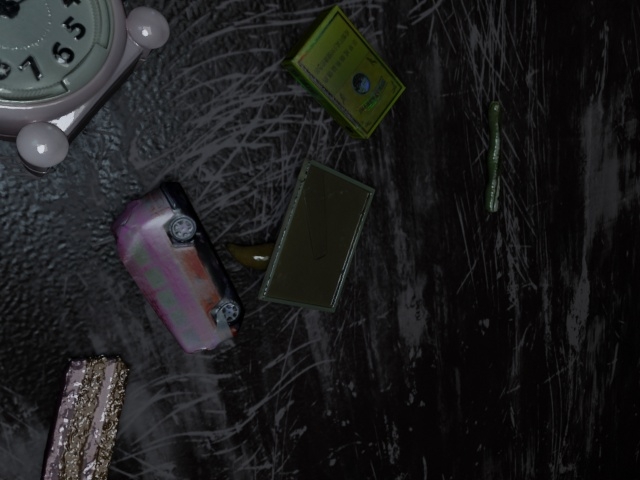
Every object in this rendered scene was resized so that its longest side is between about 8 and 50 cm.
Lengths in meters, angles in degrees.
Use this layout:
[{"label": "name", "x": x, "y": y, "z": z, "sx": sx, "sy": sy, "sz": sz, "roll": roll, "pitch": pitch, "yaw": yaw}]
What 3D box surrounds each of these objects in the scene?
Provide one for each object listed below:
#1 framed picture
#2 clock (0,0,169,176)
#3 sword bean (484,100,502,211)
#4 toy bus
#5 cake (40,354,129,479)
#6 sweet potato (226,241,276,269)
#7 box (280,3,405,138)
[{"label": "framed picture", "x": 0.000, "y": 0.000, "z": 0.998, "sx": 0.211, "sy": 0.020, "sz": 0.290, "roll": 17, "pitch": 92, "yaw": -45}, {"label": "clock", "x": -0.423, "y": -0.295, "z": 0.646, "sx": 0.326, "sy": 0.184, "sz": 0.342, "roll": 41, "pitch": 65, "yaw": -29}, {"label": "sword bean", "x": 0.425, "y": -0.204, "z": 1.187, "sx": 0.043, "sy": 0.038, "sz": 0.269, "roll": -24, "pitch": 116, "yaw": -46}, {"label": "toy bus", "x": -0.249, "y": 0.054, "z": 0.869, "sx": 0.147, "sy": 0.127, "sz": 0.303, "roll": -30, "pitch": 115, "yaw": -13}, {"label": "cake", "x": -0.430, "y": 0.355, "z": 0.881, "sx": 0.115, "sy": 0.112, "sz": 0.295, "roll": 12, "pitch": 93, "yaw": -30}, {"label": "sweet potato", "x": -0.071, "y": 0.046, "z": 0.998, "sx": 0.249, "sy": 0.059, "sz": 0.069, "roll": 21, "pitch": 114, "yaw": -33}, {"label": "box", "x": 0.049, "y": -0.323, "z": 0.952, "sx": 0.220, "sy": 0.064, "sz": 0.141, "roll": 41, "pitch": 83, "yaw": -30}]
